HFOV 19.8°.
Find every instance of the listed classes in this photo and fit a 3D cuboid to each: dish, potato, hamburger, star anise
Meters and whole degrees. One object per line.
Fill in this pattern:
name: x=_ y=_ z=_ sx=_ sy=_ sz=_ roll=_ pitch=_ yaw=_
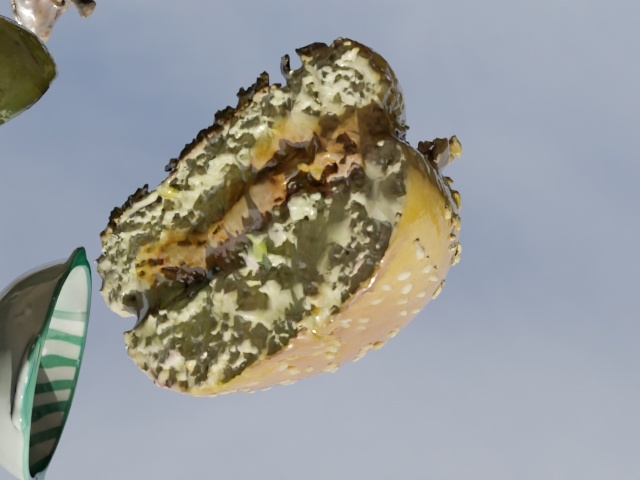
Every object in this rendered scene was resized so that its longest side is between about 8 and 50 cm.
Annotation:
dish: x=-0.259 y=0.118 z=1.565 sx=0.078 sy=0.246 sz=0.224 roll=11 pitch=-172 yaw=3
potato: x=-0.366 y=-0.164 z=1.692 sx=0.272 sy=0.111 sz=0.160 roll=7 pitch=-138 yaw=46
hamburger: x=0.000 y=0.000 z=1.942 sx=0.287 sy=0.445 sz=0.268 roll=-1 pitch=-122 yaw=-47
star anise: x=-0.327 y=-0.349 z=2.212 sx=0.111 sy=0.257 sz=0.198 roll=-26 pitch=-98 yaw=-39
